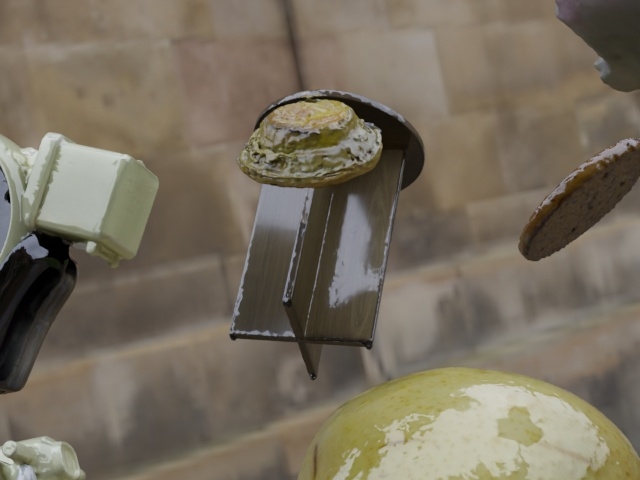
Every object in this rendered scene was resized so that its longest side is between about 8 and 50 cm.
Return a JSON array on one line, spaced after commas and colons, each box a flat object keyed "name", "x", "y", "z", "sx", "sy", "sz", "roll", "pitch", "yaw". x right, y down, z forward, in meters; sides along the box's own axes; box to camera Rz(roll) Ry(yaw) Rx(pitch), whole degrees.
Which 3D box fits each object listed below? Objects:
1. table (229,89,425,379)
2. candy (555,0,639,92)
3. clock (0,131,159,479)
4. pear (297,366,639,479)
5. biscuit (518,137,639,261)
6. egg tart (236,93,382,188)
[{"name": "table", "x": 0.000, "y": 0.000, "z": 1.787, "sx": 0.167, "sy": 0.227, "sz": 0.167, "roll": 8, "pitch": -32, "yaw": 5}, {"name": "candy", "x": 0.283, "y": -0.200, "z": 1.423, "sx": 0.195, "sy": 0.137, "sz": 0.185, "roll": -1, "pitch": -31, "yaw": 29}, {"name": "clock", "x": -0.287, "y": 0.095, "z": 1.516, "sx": 0.276, "sy": 0.379, "sz": 0.120, "roll": 9, "pitch": -11, "yaw": 22}, {"name": "pear", "x": 0.116, "y": 0.244, "z": 1.533, "sx": 0.309, "sy": 0.309, "sz": 0.309, "roll": -11, "pitch": 0, "yaw": 0}, {"name": "biscuit", "x": 0.294, "y": -0.047, "z": 2.156, "sx": 0.188, "sy": 0.027, "sz": 0.188, "roll": -37, "pitch": -18, "yaw": -14}, {"name": "egg tart", "x": -0.011, "y": -0.086, "z": 1.629, "sx": 0.130, "sy": 0.052, "sz": 0.130, "roll": -7, "pitch": 26, "yaw": 3}]
